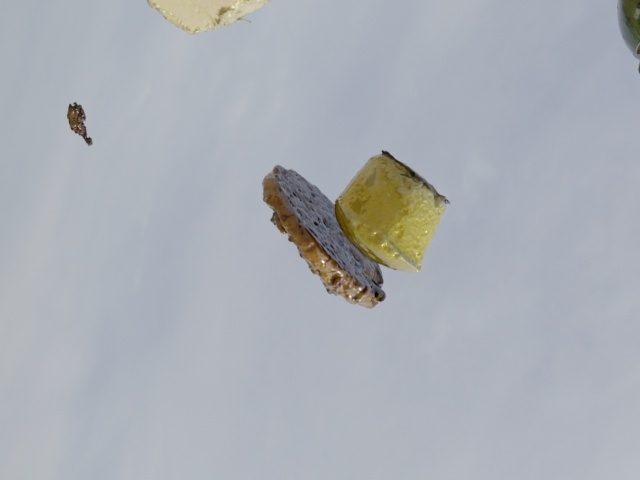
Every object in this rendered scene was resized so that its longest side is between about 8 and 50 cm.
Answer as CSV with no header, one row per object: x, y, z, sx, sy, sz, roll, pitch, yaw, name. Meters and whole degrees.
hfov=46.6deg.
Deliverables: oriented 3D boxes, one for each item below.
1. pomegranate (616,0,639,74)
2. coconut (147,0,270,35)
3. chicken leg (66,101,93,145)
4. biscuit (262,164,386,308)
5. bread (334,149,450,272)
0.619,-0.401,1.298,0.242,0.306,0.242,20,-63,44,pomegranate
-0.166,-0.498,1.163,0.297,0.297,0.254,-45,-155,38,coconut
-0.437,-0.211,1.348,0.021,0.036,0.083,-63,151,-55,chicken leg
-0.001,-0.002,1.440,0.081,0.334,0.289,-38,-152,15,biscuit
0.121,-0.043,1.292,0.170,0.197,0.197,-56,-145,-2,bread
